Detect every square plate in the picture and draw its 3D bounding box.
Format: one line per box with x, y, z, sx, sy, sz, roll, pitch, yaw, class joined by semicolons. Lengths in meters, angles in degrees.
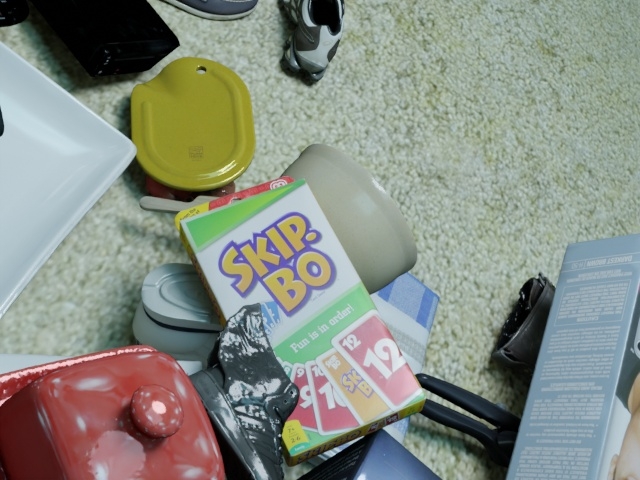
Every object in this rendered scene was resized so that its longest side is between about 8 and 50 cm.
-0.383;-0.079;0.876;0.347;0.049;0.344;37;46;-9;square plate

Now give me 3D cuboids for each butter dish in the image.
-0.127;0.131;0.654;0.160;0.118;0.159;-9;65;-41;butter dish

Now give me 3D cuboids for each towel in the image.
0.021;0.108;1.056;0.209;0.034;0.285;35;46;-13;towel

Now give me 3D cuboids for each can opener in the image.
0.170;0.190;1.079;0.186;0.073;0.059;31;54;-17;can opener

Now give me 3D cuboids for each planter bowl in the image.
0.000;0.000;0.997;0.109;0.162;0.162;-40;88;-18;planter bowl

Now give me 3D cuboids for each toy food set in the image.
-0.135;-0.092;1.063;0.128;0.071;0.217;-1;56;-9;toy food set

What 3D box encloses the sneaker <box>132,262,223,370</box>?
-0.054;0.094;0.923;0.235;0.094;0.090;18;40;-2;sneaker

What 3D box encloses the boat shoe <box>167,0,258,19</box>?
-0.155;-0.320;1.198;0.206;0.065;0.075;9;56;-32;boat shoe

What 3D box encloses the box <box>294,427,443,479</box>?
0.058;0.370;0.799;0.296;0.183;0.294;40;46;-5;box

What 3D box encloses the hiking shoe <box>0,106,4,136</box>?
-0.355;-0.027;0.776;0.304;0.113;0.132;-42;120;-51;hiking shoe

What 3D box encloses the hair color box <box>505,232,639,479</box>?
0.310;0.200;1.053;0.185;0.114;0.374;38;60;-30;hair color box

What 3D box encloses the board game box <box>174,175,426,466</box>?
-0.025;0.053;0.865;0.124;0.039;0.259;-20;60;-17;board game box

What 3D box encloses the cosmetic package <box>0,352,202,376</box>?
-0.264;0.199;0.696;0.385;0.156;0.217;4;57;-34;cosmetic package

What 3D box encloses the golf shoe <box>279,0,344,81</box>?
-0.001;-0.296;1.277;0.077;0.094;0.198;14;52;-27;golf shoe

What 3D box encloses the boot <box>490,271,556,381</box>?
0.338;0.127;1.235;0.229;0.091;0.263;47;47;-1;boot

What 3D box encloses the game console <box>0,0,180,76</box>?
-0.312;-0.244;0.991;0.213;0.044;0.361;50;32;10;game console

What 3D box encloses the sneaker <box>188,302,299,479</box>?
-0.044;0.135;0.758;0.089;0.051;0.170;-22;71;-35;sneaker
